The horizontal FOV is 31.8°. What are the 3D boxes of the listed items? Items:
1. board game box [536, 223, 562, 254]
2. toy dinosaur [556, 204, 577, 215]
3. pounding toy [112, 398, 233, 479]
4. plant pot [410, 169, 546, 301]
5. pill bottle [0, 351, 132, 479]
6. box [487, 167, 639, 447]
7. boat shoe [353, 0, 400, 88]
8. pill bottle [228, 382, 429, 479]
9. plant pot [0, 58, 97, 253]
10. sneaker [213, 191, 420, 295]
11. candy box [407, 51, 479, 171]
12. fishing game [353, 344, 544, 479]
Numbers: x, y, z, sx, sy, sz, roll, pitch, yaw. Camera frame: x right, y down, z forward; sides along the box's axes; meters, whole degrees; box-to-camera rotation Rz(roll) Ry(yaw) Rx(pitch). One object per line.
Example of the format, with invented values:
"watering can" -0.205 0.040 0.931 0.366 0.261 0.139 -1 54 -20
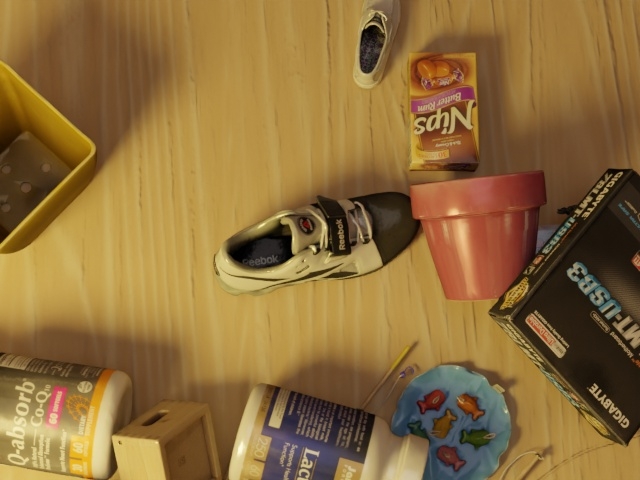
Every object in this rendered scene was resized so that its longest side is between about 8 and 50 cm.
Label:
"board game box" 0.350 0.022 1.748 0.090 0.020 0.090 -4 78 -2
"toy dinosaur" 0.431 -0.004 1.722 0.268 0.064 0.118 -17 95 -16
"pounding toy" -0.201 0.340 1.627 0.094 0.181 0.206 0 107 29
"plant pot" 0.242 -0.006 1.677 0.201 0.201 0.180 -7 93 -2
"pill bottle" -0.422 0.248 1.618 0.278 0.162 0.162 8 77 1
"box" 0.436 0.097 1.647 0.293 0.073 0.295 -48 109 -12
"boat shoe" 0.087 -0.337 1.805 0.066 0.063 0.184 17 78 3
"pill bottle" 0.013 0.310 1.612 0.264 0.153 0.153 15 78 3
"plant pot" -0.463 -0.103 1.684 0.212 0.187 0.212 41 80 9
"sneaker" 0.000 0.000 1.689 0.330 0.146 0.122 -19 77 -6
"candy box" 0.194 -0.204 1.782 0.109 0.053 0.187 0 79 -1
"fishing game" 0.198 0.279 1.680 0.264 0.041 0.189 42 83 8
